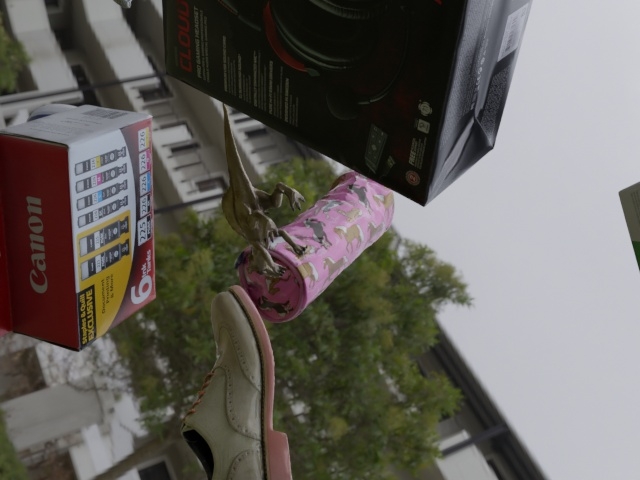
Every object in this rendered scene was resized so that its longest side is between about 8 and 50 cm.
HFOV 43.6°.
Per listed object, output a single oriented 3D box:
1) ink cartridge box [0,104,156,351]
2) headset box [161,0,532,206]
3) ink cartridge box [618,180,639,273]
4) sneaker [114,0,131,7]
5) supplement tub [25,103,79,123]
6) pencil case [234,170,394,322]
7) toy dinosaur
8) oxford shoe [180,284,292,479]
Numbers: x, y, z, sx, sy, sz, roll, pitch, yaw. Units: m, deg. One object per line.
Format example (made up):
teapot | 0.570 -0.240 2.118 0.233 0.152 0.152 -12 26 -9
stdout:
ink cartridge box | -0.365 -0.013 1.157 0.130 0.272 0.310 11 -66 19
headset box | -0.001 -0.191 0.581 0.293 0.110 0.218 31 -44 25
ink cartridge box | 0.478 -0.026 0.926 0.212 0.093 0.154 -32 -131 40
sneaker | -0.218 -0.373 0.893 0.121 0.099 0.262 39 -31 1
supplement tub | -0.466 -0.054 1.408 0.228 0.228 0.316 -43 -155 63
pencil case | 0.000 0.000 1.546 0.167 0.386 0.160 23 -51 24
toy dinosaur | -0.063 -0.030 0.736 0.092 0.053 0.183 15 -53 44
oxford shoe | -0.142 0.241 1.220 0.140 0.146 0.397 103 -22 -50
